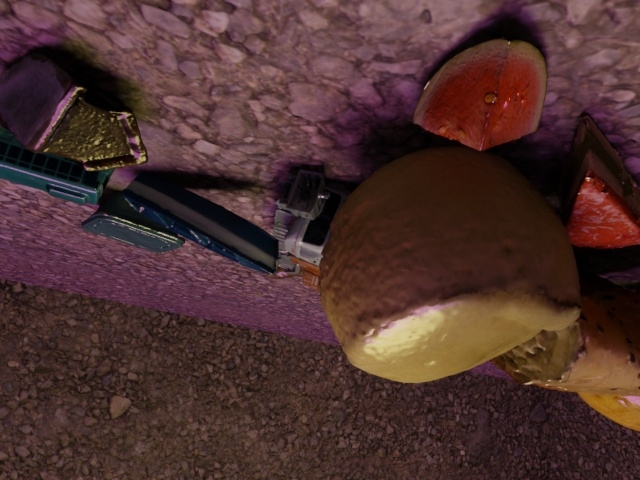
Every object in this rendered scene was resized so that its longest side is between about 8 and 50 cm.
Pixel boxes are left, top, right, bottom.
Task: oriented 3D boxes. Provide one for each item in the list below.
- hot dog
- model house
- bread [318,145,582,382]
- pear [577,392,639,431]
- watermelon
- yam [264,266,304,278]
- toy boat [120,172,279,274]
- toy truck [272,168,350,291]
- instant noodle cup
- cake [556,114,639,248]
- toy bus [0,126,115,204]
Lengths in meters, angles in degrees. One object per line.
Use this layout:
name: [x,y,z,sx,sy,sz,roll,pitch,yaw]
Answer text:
hot dog: [0.440,0.134,0.837,0.366,0.196,0.367,18,-167,-18]
model house: [-0.298,-0.153,0.621,0.165,0.106,0.152,39,-169,30]
bread: [0.157,0.038,0.640,0.321,0.237,0.320,-8,141,-6]
pear: [0.681,0.259,1.055,0.315,0.314,0.314,8,161,3]
watermelon: [0.152,-0.129,0.467,0.125,0.094,0.135,12,159,10]
yam: [-0.012,0.064,1.155,0.253,0.061,0.061,0,159,21]
toy boat: [-0.190,-0.028,0.823,0.299,0.061,0.096,26,162,15]
toy truck: [0.000,0.000,0.860,0.185,0.132,0.338,21,164,3]
instant noodle cup: [-0.374,-0.036,1.011,0.179,0.070,0.157,21,159,-34]
cake: [0.317,-0.056,0.615,0.221,0.086,0.117,22,155,-37]
toy bus: [-0.402,-0.114,0.758,0.160,0.091,0.079,17,161,-23]
